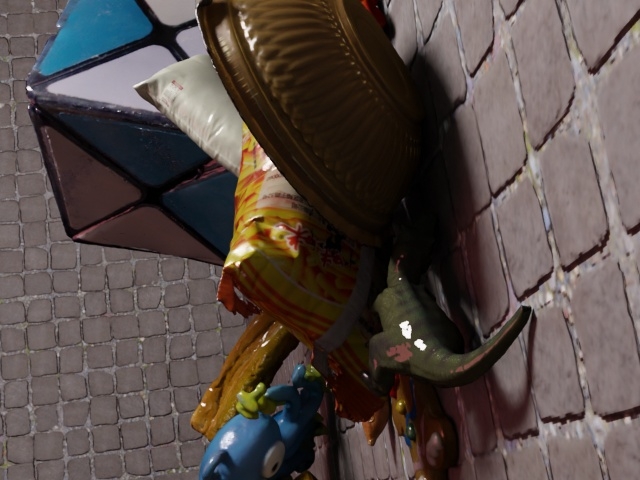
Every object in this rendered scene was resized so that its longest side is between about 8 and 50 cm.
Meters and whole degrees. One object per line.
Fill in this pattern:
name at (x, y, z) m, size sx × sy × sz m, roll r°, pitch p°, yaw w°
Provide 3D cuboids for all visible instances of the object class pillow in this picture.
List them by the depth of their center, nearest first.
pillow at (-0.073, -0.115, 1.044) m, size 0.078 × 0.254 × 0.144 m, roll -56°, pitch -13°, yaw 27°

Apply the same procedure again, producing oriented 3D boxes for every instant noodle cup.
instant noodle cup at (0.015, -0.130, 0.780) m, size 0.274 × 0.091 × 0.274 m, roll 48°, pitch -157°, yaw -28°

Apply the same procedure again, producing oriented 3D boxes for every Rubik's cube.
Rubik's cube at (-0.197, -0.172, 1.298) m, size 0.305 × 0.307 × 0.310 m, roll 99°, pitch -176°, yaw -57°

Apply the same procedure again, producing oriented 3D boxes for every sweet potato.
sweet potato at (0.062, 0.181, 1.056) m, size 0.034 × 0.034 × 0.095 m, roll 166°, pitch 109°, yaw -81°

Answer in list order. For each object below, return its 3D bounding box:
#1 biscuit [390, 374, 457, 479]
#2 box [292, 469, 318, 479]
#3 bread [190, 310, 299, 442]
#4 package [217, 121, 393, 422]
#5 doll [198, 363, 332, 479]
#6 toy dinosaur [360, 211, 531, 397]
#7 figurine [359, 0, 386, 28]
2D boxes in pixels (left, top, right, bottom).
biscuit at (0.084, 0.149, 0.909) m, size 0.138 × 0.031 × 0.205 m, roll 93°, pitch 168°, yaw -45°
box at (-0.048, 0.523, 1.205) m, size 0.115 × 0.264 × 0.415 m, roll 50°, pitch -174°, yaw -27°
bread at (-0.092, 0.186, 1.440) m, size 0.271 × 0.077 × 0.139 m, roll -57°, pitch -10°, yaw -1°
package at (-0.004, -0.003, 0.859) m, size 0.223 × 0.108 × 0.288 m, roll 40°, pitch -148°, yaw -36°
doll at (-0.086, 0.337, 1.402) m, size 0.099 × 0.346 × 0.341 m, roll 39°, pitch -171°, yaw 28°
toy dinosaur at (0.075, 0.040, 0.717) m, size 0.179 × 0.087 × 0.187 m, roll 94°, pitch 165°, yaw -53°
figurine at (0.027, -0.205, 0.908) m, size 0.067 × 0.071 × 0.083 m, roll 42°, pitch -157°, yaw -28°
